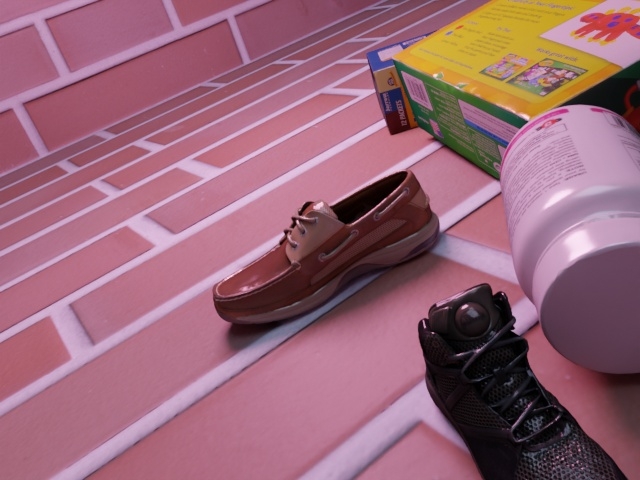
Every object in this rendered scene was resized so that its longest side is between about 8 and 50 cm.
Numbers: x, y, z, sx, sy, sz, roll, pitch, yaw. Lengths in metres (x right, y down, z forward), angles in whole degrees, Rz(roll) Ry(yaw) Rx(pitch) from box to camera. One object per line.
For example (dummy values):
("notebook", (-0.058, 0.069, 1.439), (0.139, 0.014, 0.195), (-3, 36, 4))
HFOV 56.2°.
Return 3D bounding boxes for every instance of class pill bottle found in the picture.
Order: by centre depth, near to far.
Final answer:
("pill bottle", (0.269, -0.015, 0.594), (0.161, 0.160, 0.283), (-11, 28, 18))

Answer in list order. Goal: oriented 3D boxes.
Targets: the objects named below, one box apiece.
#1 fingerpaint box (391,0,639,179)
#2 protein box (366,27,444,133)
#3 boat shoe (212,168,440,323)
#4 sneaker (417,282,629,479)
("fingerpaint box", (0.375, -0.265, 0.926), (0.371, 0.163, 0.445), (-30, 31, -2))
("protein box", (0.214, -0.345, 1.272), (0.200, 0.135, 0.201), (-16, 27, 8))
("boat shoe", (0.000, 0.000, 0.796), (0.325, 0.116, 0.123), (-26, 27, -12))
("sneaker", (0.142, 0.120, 0.467), (0.087, 0.130, 0.227), (-25, 29, -6))
